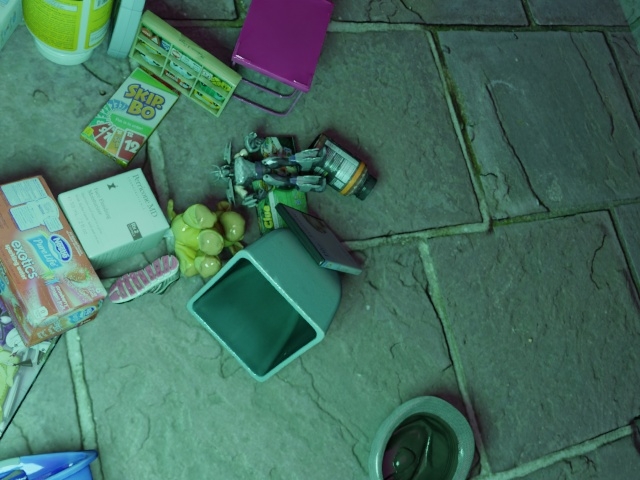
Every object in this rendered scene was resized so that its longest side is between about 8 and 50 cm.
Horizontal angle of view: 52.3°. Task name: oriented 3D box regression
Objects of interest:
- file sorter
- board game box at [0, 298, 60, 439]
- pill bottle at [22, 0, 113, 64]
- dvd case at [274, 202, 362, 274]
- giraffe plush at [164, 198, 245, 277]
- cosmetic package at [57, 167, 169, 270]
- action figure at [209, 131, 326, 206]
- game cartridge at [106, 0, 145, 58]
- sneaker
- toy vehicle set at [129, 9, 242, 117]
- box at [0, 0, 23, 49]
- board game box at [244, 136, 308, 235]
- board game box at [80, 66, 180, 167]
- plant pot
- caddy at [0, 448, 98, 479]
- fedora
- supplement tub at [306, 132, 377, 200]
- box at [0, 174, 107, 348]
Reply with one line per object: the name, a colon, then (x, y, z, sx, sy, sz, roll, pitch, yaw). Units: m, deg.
file sorter: (-0.119, -0.502, 1.702, 0.202, 0.182, 0.291, 21, 65, -15)
board game box: (-0.682, 0.275, 1.273, 0.208, 0.056, 0.347, 27, 64, -9)
pill bottle: (-0.556, -0.534, 1.434, 0.188, 0.334, 0.188, 8, 70, -22)
dvd case: (0.000, 0.000, 1.553, 0.022, 0.253, 0.180, -42, 69, 13)
giraffe plush: (-0.247, -0.016, 1.506, 0.170, 0.210, 0.181, -11, 114, -42)
cosmetic package: (-0.454, -0.040, 1.417, 0.183, 0.151, 0.151, -25, 85, -29)
action figure: (-0.130, -0.173, 1.602, 0.285, 0.099, 0.185, -3, 87, -10)
game cartridge: (-0.446, -0.560, 1.513, 0.060, 0.294, 0.196, 5, 71, -25)
sneaker: (-0.385, 0.099, 1.453, 0.170, 0.075, 0.063, -30, 59, -9)
toy vehicle set: (-0.332, -0.425, 1.591, 0.267, 0.166, 0.035, 34, 63, -10)
box: (-0.754, -0.523, 1.475, 0.114, 0.103, 0.203, 27, 64, -14)
board game box: (-0.110, -0.143, 1.674, 0.136, 0.030, 0.260, -3, 74, -27)
board game box: (-0.451, -0.308, 1.577, 0.124, 0.039, 0.259, 34, 60, -11)
plant pot: (-0.094, 0.115, 1.476, 0.247, 0.248, 0.252, 47, 37, -3)
caddy: (-0.554, 0.481, 1.152, 0.341, 0.241, 0.179, -19, 88, -28)
fedora: (0.221, 0.508, 1.544, 0.243, 0.124, 0.275, 36, 71, -7)
supplement tub: (0.052, -0.187, 1.716, 0.198, 0.106, 0.106, 35, 63, -11)
box: (-0.576, 0.039, 1.311, 0.154, 0.142, 0.300, -25, 76, -39)
